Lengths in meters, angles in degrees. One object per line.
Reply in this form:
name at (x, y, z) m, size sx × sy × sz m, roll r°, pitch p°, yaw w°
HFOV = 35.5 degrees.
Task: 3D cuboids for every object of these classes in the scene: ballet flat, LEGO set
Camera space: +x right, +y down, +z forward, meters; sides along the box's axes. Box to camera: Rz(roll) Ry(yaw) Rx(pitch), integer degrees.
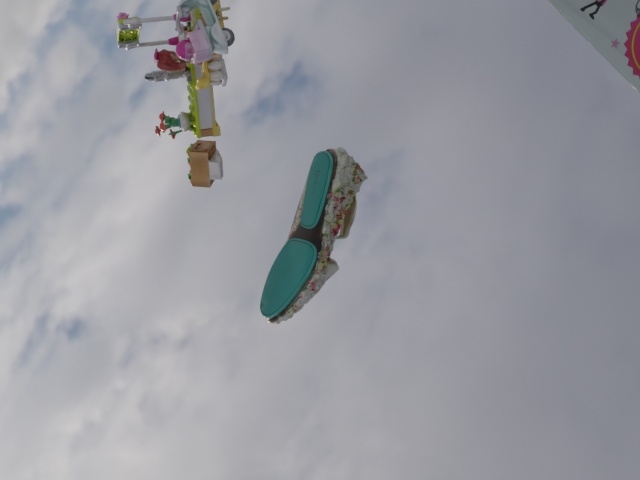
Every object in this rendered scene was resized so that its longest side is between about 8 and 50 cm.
ballet flat at (0.000, 0.000, 1.279) m, size 0.091 × 0.077 × 0.240 m, roll 25°, pitch -86°, yaw 52°
LEGO set at (-0.164, -0.173, 1.103) m, size 0.107 × 0.287 × 0.132 m, roll -9°, pitch -117°, yaw -14°

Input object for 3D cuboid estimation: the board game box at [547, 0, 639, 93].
board game box at (0.356, -0.161, 0.879) m, size 0.097 × 0.303 × 0.224 m, roll -49°, pitch -114°, yaw 27°
